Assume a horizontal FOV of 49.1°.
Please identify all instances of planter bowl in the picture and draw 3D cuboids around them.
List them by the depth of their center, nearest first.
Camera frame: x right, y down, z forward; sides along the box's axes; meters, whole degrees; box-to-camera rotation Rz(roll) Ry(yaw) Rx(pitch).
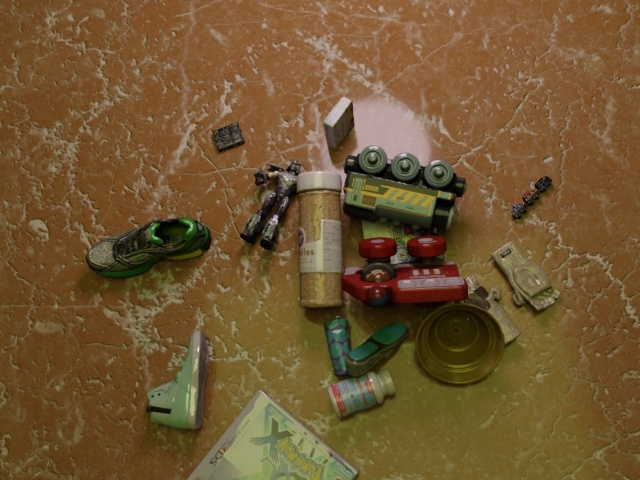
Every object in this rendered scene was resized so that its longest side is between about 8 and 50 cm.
[{"bbox_3d":[0.345,0.242,1.757,0.217,0.090,0.217,1,107,5],"label":"planter bowl"}]

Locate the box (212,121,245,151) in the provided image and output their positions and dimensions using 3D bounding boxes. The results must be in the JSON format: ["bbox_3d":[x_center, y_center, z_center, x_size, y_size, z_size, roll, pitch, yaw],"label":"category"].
[{"bbox_3d":[-0.273,-0.307,2.077,0.083,0.018,0.067,-21,70,-1],"label":"box"}]

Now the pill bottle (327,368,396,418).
[{"bbox_3d":[0.104,0.380,1.756,0.160,0.087,0.087,-21,70,-1],"label":"pill bottle"}]

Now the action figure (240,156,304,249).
[{"bbox_3d":[-0.115,-0.115,1.953,0.185,0.099,0.285,19,71,18],"label":"action figure"}]

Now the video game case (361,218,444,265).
[{"bbox_3d":[0.217,-0.040,1.915,0.210,0.042,0.232,-8,70,4],"label":"video game case"}]

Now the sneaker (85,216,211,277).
[{"bbox_3d":[-0.483,0.000,1.926,0.343,0.146,0.134,-17,70,1],"label":"sneaker"}]

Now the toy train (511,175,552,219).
[{"bbox_3d":[0.572,-0.118,1.911,0.036,0.027,0.158,41,79,21],"label":"toy train"}]

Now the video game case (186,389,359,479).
[{"bbox_3d":[-0.122,0.589,1.736,0.329,0.036,0.300,36,78,16],"label":"video game case"}]

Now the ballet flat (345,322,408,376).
[{"bbox_3d":[0.143,0.280,1.789,0.213,0.068,0.072,-26,38,-37],"label":"ballet flat"}]

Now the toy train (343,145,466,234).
[{"bbox_3d":[0.213,-0.130,1.861,0.333,0.142,0.190,13,84,8],"label":"toy train"}]

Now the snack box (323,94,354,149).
[{"bbox_3d":[0.053,-0.332,1.984,0.037,0.141,0.100,33,78,15],"label":"snack box"}]

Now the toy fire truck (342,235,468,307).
[{"bbox_3d":[0.202,0.098,1.733,0.302,0.254,0.169,-2,102,6],"label":"toy fire truck"}]

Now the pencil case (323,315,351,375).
[{"bbox_3d":[0.055,0.275,1.811,0.070,0.064,0.152,-12,70,-1],"label":"pencil case"}]

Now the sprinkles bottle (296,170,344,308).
[{"bbox_3d":[0.000,0.000,1.847,0.121,0.121,0.356,-2,83,6],"label":"sprinkles bottle"}]

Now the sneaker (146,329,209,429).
[{"bbox_3d":[-0.376,0.356,1.817,0.151,0.094,0.256,0,69,10],"label":"sneaker"}]

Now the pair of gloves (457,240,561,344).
[{"bbox_3d":[0.479,0.141,1.823,0.240,0.042,0.204,-40,68,-10],"label":"pair of gloves"}]
